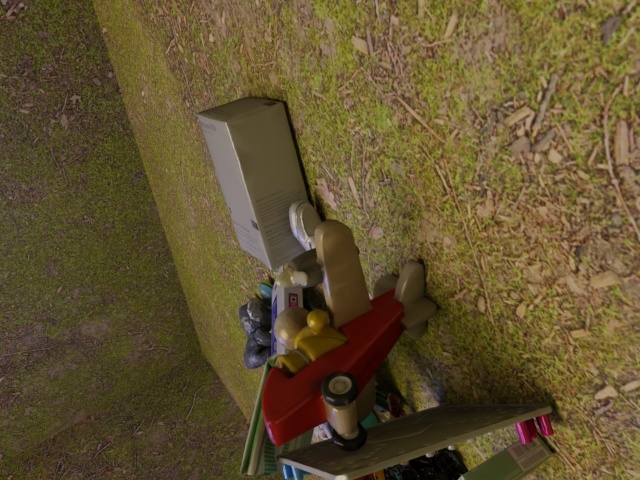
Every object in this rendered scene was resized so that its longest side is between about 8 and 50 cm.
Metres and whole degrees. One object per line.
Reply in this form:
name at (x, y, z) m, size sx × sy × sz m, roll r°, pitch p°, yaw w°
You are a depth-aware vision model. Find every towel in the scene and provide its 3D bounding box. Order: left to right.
towel at (-0.068, 0.383, 1.196) m, size 0.038 × 0.248 × 0.325 m, roll 5°, pitch 162°, yaw 21°

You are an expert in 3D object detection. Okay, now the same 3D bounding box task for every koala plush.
koala plush at (-0.208, 0.306, 1.894) m, size 0.221 × 0.203 × 0.196 m, roll 63°, pitch 156°, yaw 2°

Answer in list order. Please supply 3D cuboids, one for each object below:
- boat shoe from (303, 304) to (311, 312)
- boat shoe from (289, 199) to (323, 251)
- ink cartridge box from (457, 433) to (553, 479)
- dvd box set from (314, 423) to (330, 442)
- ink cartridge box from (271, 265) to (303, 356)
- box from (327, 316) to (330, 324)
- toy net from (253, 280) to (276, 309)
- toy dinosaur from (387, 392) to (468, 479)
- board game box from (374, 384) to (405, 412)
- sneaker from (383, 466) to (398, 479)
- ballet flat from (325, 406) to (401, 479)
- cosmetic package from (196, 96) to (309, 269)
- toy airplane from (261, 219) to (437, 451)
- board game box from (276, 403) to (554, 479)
boat shoe at (-0.076, 0.212, 1.708) m, size 0.152 × 0.056 × 0.049 m, roll 49°, pitch 148°, yaw 29°
boat shoe at (0.000, 0.000, 1.325) m, size 0.075 × 0.083 × 0.226 m, roll 15°, pitch 140°, yaw 45°
ink cartridge box at (0.310, 0.450, 1.021) m, size 0.056 × 0.171 × 0.235 m, roll 55°, pitch 156°, yaw 32°
dvd box set at (0.050, 0.589, 1.795) m, size 0.420 × 0.062 × 0.307 m, roll 61°, pitch 149°, yaw 5°
ink cartridge box at (-0.096, 0.243, 1.552) m, size 0.176 × 0.069 × 0.371 m, roll 111°, pitch 159°, yaw -46°
box at (0.020, 0.273, 1.504) m, size 0.103 × 0.114 × 0.203 m, roll 59°, pitch 157°, yaw 11°
toy net at (-0.181, 0.213, 1.952) m, size 0.122 × 0.045 × 0.232 m, roll 32°, pitch 157°, yaw -2°
toy dinosaur at (0.218, 0.524, 1.336) m, size 0.322 × 0.164 × 0.218 m, roll 47°, pitch 178°, yaw -18°
board game box at (0.080, 0.372, 1.427) m, size 0.259 × 0.030 × 0.136 m, roll 30°, pitch 152°, yaw -5°
sneaker at (0.140, 0.616, 1.283) m, size 0.153 × 0.099 × 0.282 m, roll 59°, pitch -171°, yaw 25°
ballet flat at (0.109, 0.495, 1.444) m, size 0.139 × 0.139 × 0.400 m, roll 26°, pitch 155°, yaw 54°
cosmetic package at (-0.151, -0.147, 1.363) m, size 0.217 × 0.156 × 0.385 m, roll 26°, pitch 138°, yaw 57°
toy airplane at (0.040, 0.176, 1.048) m, size 0.272 × 0.384 × 0.386 m, roll 14°, pitch 87°, yaw 33°
board game box at (0.151, 0.371, 0.995) m, size 0.390 × 0.389 × 0.050 m, roll 136°, pitch 122°, yaw -65°
